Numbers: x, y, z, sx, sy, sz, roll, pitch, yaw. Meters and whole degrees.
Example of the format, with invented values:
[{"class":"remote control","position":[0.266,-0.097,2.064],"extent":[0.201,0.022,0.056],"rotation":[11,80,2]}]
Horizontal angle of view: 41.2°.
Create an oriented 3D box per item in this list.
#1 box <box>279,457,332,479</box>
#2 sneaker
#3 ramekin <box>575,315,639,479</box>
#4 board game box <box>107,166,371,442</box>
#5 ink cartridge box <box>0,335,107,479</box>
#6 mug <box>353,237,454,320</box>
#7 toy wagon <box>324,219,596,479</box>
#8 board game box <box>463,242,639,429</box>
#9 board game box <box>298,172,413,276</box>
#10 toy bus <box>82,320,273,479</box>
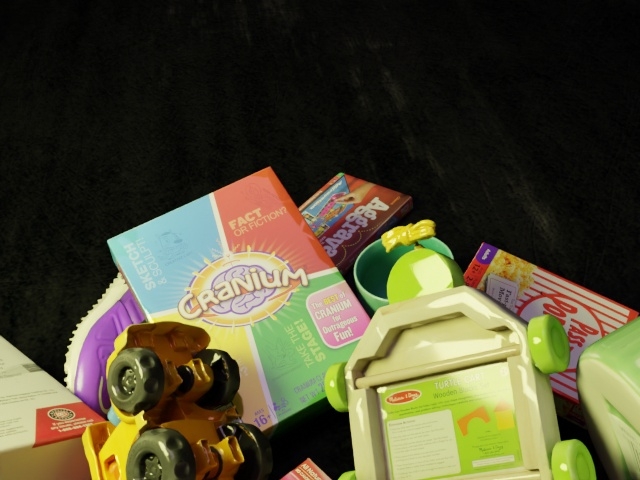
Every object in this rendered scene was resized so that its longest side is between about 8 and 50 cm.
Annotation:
[{"class":"box","position":[0.028,0.341,0.780],"extent":[0.128,0.123,0.257],"rotation":[-33,43,-23]},{"class":"sneaker","position":[-0.222,0.119,1.130],"extent":[0.146,0.102,0.293],"rotation":[3,41,17]},{"class":"ramekin","position":[0.356,0.189,0.748],"extent":[0.148,0.303,0.303],"rotation":[-24,40,-3]},{"class":"board game box","position":[-0.091,0.085,1.070],"extent":[0.242,0.064,0.317],"rotation":[-27,66,-16]},{"class":"ink cartridge box","position":[-0.407,0.216,0.987],"extent":[0.272,0.114,0.197],"rotation":[26,17,37]},{"class":"mug","position":[0.104,0.075,1.100],"extent":[0.129,0.097,0.157],"rotation":[26,53,37]},{"class":"toy wagon","position":[0.127,0.149,0.869],"extent":[0.267,0.068,0.345],"rotation":[-19,68,35]},{"class":"board game box","position":[0.239,0.102,0.959],"extent":[0.193,0.045,0.147],"rotation":[25,56,16]},{"class":"board game box","position":[0.000,0.000,1.274],"extent":[0.145,0.027,0.281],"rotation":[23,50,34]},{"class":"toy bus","position":[-0.182,0.226,0.916],"extent":[0.211,0.149,0.220],"rotation":[-38,63,29]}]
